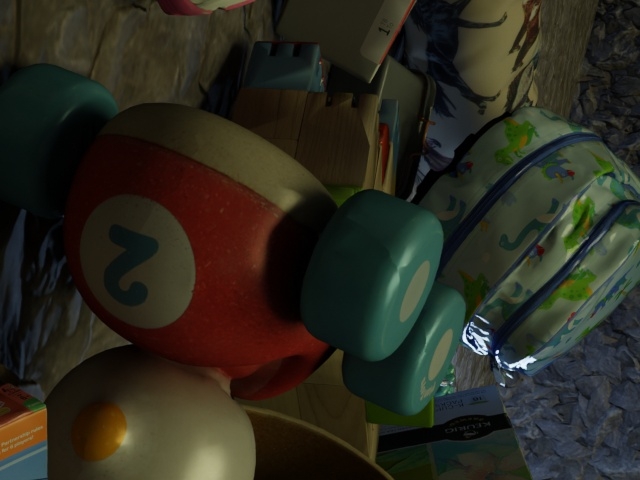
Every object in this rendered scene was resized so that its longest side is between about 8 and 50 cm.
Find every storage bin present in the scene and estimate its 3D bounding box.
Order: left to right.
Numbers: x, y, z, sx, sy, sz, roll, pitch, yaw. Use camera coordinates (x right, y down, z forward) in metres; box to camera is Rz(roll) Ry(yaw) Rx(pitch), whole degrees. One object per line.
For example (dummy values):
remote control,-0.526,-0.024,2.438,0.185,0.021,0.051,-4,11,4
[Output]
storage bin,0.049,-0.109,1.088,0.091,0.098,0.135,29,74,-62

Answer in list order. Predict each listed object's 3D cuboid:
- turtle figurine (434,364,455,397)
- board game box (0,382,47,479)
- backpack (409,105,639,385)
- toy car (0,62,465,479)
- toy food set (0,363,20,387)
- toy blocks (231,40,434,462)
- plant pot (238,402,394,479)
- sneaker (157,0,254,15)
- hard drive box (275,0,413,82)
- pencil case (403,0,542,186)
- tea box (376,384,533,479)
turtle figurine,0.068,0.115,1.271,0.175,0.118,0.234,64,13,17
board game box,-0.203,0.159,0.371,0.281,0.027,0.145,-22,126,-48
backpack,0.212,0.003,1.193,0.290,0.273,0.355,-42,147,6
toy car,-0.080,0.074,0.575,0.238,0.219,0.210,-63,160,-14
toy food set,-0.190,0.108,0.555,0.122,0.019,0.078,-64,160,-18
toy blocks,0.000,0.000,0.898,0.381,0.191,0.261,83,13,-50
plant pot,-0.072,0.277,0.754,0.237,0.237,0.254,-50,162,-59
sneaker,-0.037,-0.241,0.696,0.111,0.103,0.252,51,58,-41
hard drive box,0.068,-0.267,0.923,0.232,0.089,0.181,-61,-179,-42
pencil case,0.179,-0.211,1.309,0.183,0.160,0.410,-46,150,-26
tea box,0.103,0.351,1.035,0.323,0.220,0.329,-94,172,-76
